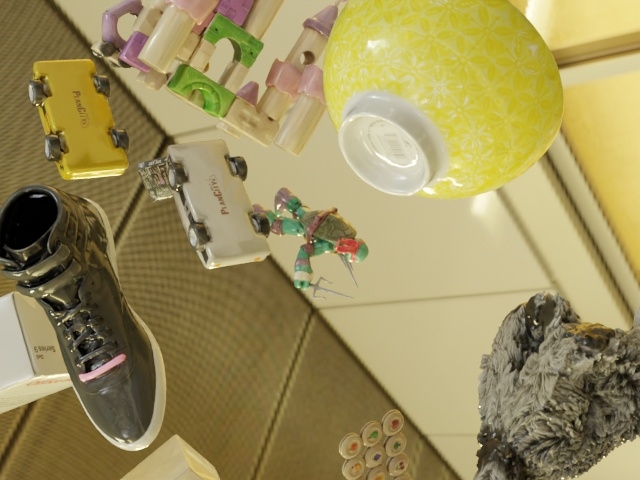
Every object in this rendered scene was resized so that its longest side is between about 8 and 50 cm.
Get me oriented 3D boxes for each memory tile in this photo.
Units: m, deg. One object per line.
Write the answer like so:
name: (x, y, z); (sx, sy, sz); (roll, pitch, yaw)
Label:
memory tile: (0.080, 0.322, 1.467); (0.113, 0.012, 0.148); (-23, -62, -27)

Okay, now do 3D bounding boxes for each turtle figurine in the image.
turtle figurine: (0.000, 0.000, 1.651); (0.175, 0.234, 0.118); (-14, -49, -55)

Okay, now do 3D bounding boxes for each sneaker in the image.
sneaker: (-0.252, 0.072, 1.039); (0.295, 0.105, 0.147); (68, -169, 20)

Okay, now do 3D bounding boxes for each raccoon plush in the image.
raccoon plush: (0.357, 0.268, 1.365); (0.299, 0.216, 0.446); (22, -80, -16)

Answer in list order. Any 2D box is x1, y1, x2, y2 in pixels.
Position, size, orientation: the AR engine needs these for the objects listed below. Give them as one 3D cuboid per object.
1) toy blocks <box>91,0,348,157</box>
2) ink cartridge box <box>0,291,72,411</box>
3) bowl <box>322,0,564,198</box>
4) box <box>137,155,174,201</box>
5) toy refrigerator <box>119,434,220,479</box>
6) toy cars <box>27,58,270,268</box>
toy blocks: (-0.121, -0.307, 1.460); (0.289, 0.309, 0.260); (30, -93, -27)
ink cartridge box: (-0.465, 0.175, 1.426); (0.121, 0.289, 0.211); (71, -165, 10)
bowl: (0.107, -0.141, 1.150); (0.156, 0.289, 0.289); (-52, -54, -32)
box: (-0.281, -0.110, 1.829); (0.083, 0.067, 0.018); (70, -171, -46)
toy refrigerator: (-0.279, 0.419, 1.523); (0.102, 0.269, 0.094); (50, -178, -35)
toy cars: (-0.226, -0.088, 1.318); (0.394, 0.087, 0.176); (32, -130, 4)
